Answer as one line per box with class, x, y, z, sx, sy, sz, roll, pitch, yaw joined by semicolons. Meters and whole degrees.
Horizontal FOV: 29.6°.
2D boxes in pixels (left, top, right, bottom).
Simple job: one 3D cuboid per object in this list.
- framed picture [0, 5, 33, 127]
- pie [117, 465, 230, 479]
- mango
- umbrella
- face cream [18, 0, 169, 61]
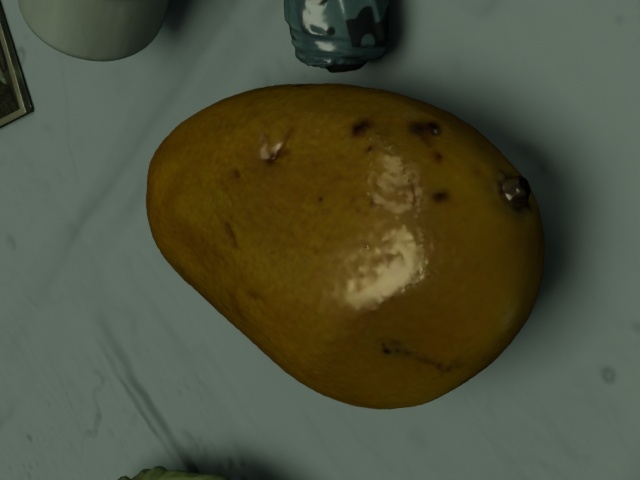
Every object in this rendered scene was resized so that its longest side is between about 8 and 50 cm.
framed picture;-0.221;-0.117;0.792;0.066;0.007;0.089;-16;90;41
pie;-0.081;0.277;0.690;0.306;0.071;0.306;-10;77;50
mango;0.000;0.000;0.573;0.227;0.109;0.147;11;112;39
umbrella;0.002;-0.204;0.561;0.053;0.052;0.250;-151;55;-70
face cream;-0.083;-0.212;0.551;0.143;0.089;0.314;28;140;1
